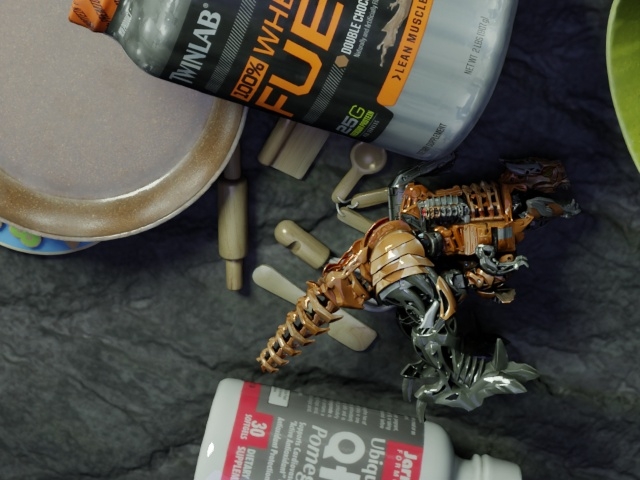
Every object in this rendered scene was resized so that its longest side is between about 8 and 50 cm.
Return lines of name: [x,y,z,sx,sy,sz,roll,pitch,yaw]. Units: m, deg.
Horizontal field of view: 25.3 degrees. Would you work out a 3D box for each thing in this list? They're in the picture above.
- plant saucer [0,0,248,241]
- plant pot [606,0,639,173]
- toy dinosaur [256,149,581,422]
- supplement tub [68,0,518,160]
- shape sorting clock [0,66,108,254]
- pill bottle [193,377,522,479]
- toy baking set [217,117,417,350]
plant saucer: [-0.219,-0.152,1.308,0.310,0.050,0.310,-1,107,-3]
plant pot: [0.432,-0.148,1.150,0.293,0.275,0.275,-25,115,-16]
toy dinosaur: [0.099,0.041,1.353,0.322,0.164,0.218,-23,102,21]
supplement tub: [-0.023,-0.206,1.177,0.338,0.207,0.207,16,117,-12]
shape sorting clock: [-0.276,-0.075,1.383,0.206,0.040,0.206,3,117,5]
pill bottle: [0.034,0.255,1.440,0.318,0.176,0.176,12,117,0]
toy baking set: [-0.007,-0.002,1.398,0.197,0.030,0.256,7,117,2]
